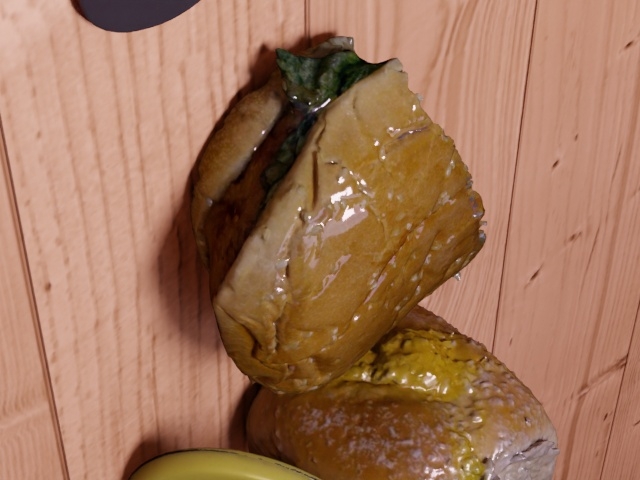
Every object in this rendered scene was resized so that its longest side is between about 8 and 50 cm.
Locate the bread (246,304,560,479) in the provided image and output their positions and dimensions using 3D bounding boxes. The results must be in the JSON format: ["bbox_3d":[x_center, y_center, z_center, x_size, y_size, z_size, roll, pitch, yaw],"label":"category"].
[{"bbox_3d":[0.076,0.164,1.583,0.195,0.246,0.176,-40,153,-24],"label":"bread"}]

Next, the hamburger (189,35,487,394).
[{"bbox_3d":[0.000,0.000,1.388,0.211,0.132,0.309,-44,154,-15],"label":"hamburger"}]

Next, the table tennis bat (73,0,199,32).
[{"bbox_3d":[-0.073,-0.232,1.103,0.154,0.021,0.274,-26,147,-39],"label":"table tennis bat"}]

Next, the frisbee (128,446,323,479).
[{"bbox_3d":[-0.048,0.242,1.532,0.236,0.236,0.017,93,15,-50],"label":"frisbee"}]
